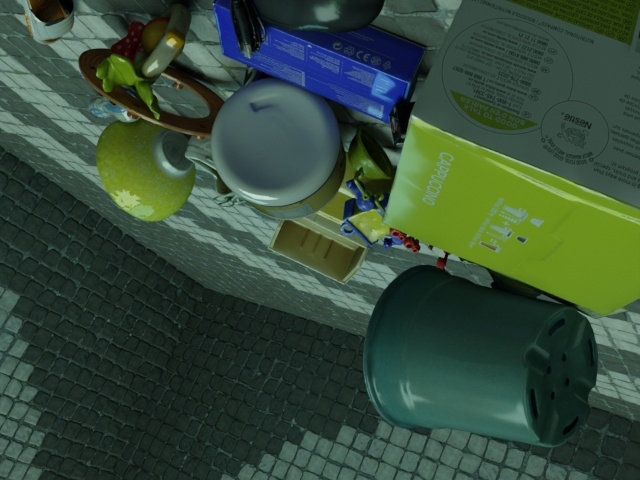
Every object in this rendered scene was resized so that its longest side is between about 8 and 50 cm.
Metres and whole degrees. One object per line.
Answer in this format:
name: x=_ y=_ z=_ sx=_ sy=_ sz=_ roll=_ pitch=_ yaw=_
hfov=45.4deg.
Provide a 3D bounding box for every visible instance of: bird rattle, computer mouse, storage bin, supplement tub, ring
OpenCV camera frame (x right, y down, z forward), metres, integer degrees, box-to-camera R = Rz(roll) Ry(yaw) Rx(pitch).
bird rattle: x=-0.307 y=-0.356 z=1.447 sx=0.143 sy=0.253 sz=0.207 roll=39 pitch=122 yaw=-23
computer mouse: x=-0.039 y=-0.358 z=1.123 sx=0.272 sy=0.072 sz=0.188 roll=9 pitch=121 yaw=29
storage bin: x=0.000 y=0.000 z=2.244 sx=0.262 sy=0.123 sz=0.260 roll=26 pitch=165 yaw=-2
supplement tub: x=-0.072 y=-0.169 z=1.534 sx=0.241 sy=0.240 sz=0.331 roll=23 pitch=178 yaw=6
ring: x=-0.333 y=-0.298 z=1.571 sx=0.337 sy=0.032 sz=0.336 roll=23 pitch=-155 yaw=-12

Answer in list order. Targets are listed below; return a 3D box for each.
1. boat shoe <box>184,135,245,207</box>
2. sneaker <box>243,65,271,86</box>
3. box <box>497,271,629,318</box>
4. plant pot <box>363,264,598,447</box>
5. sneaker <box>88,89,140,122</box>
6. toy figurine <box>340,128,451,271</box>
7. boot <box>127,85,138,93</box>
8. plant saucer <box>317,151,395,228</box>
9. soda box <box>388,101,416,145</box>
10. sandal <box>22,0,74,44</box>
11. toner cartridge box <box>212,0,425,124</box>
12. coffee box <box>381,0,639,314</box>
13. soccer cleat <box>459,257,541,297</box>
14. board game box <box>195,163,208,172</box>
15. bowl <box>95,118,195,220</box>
boat shoe: x=-0.234 y=-0.151 z=2.042 sx=0.136 sy=0.156 sz=0.367 roll=14 pitch=160 yaw=35
sneaker: x=-0.113 y=-0.319 z=1.534 sx=0.071 sy=0.068 sz=0.170 roll=8 pitch=172 yaw=3
box: x=0.448 y=-0.009 z=1.377 sx=0.243 sy=0.213 sz=0.117 roll=25 pitch=165 yaw=-2
plant pot: x=0.317 y=0.231 z=1.465 sx=0.334 sy=0.341 sz=0.341 roll=6 pitch=156 yaw=48
sneaker: x=-0.538 y=-0.361 z=1.996 sx=0.237 sy=0.085 sz=0.086 roll=17 pitch=129 yaw=48
toy figurine: x=0.110 y=-0.052 z=1.671 sx=0.217 sy=0.191 sz=0.362 roll=-20 pitch=132 yaw=38
boot: x=-0.489 y=-0.389 z=1.876 sx=0.106 sy=0.037 sz=0.114 roll=46 pitch=154 yaw=-21
plant saucer: x=-0.001 y=-0.139 z=1.882 sx=0.333 sy=0.080 sz=0.332 roll=25 pitch=165 yaw=0
soda box: x=0.203 y=-0.200 z=1.277 sx=0.169 sy=0.060 sz=0.053 roll=-6 pitch=167 yaw=-9
sandal: x=-0.555 y=-0.479 z=1.570 sx=0.076 sy=0.101 sz=0.265 roll=26 pitch=163 yaw=5
toner cartridge box: x=-0.004 y=-0.321 z=1.304 sx=0.348 sy=0.075 sz=0.165 roll=24 pitch=165 yaw=6
coffee box: x=0.299 y=-0.146 z=0.937 sx=0.338 sy=0.334 sz=0.337 roll=23 pitch=164 yaw=6
soccer cleat: x=0.362 y=0.026 z=1.524 sx=0.121 sy=0.093 sz=0.289 roll=-18 pitch=136 yaw=36
board game box: x=-0.350 y=-0.229 z=2.219 sx=0.090 sy=0.020 sz=0.090 roll=20 pitch=163 yaw=19
bowl: x=-0.422 y=-0.209 z=2.009 sx=0.156 sy=0.289 sz=0.289 roll=-20 pitch=138 yaw=34
